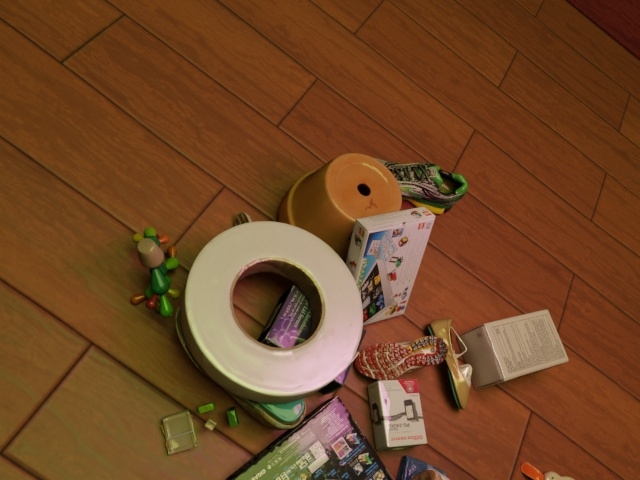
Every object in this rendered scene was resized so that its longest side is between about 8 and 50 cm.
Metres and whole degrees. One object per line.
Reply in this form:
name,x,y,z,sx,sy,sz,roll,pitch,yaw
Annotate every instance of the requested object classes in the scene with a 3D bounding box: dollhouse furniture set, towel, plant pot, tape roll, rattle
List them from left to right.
dollhouse furniture set,-0.248,0.381,1.215,0.151,0.058,0.076,-15,80,-9
tape roll,-0.096,0.143,1.238,0.392,0.072,0.392,11,59,-18
plant pot,0.065,-0.080,1.442,0.291,0.203,0.291,11,60,-20
towel,0.237,0.546,1.352,0.119,0.029,0.067,26,57,-11
rattle,0.601,0.618,1.423,0.130,0.143,0.200,-43,94,-15

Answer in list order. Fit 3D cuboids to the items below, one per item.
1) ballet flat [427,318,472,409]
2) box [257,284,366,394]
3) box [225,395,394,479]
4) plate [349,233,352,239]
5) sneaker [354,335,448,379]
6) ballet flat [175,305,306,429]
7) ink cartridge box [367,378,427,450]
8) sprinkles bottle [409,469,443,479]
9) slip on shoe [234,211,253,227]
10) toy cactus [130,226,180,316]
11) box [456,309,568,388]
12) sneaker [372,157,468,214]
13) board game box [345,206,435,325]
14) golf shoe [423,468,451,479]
ballet flat,0.341,0.304,1.478,0.073,0.080,0.232,-21,72,9
box,-0.024,0.229,1.338,0.207,0.108,0.153,31,57,-7
box,0.003,0.533,1.225,0.295,0.073,0.293,-32,84,-30
plate,0.000,0.000,1.509,0.188,0.024,0.188,11,62,-21
sneaker,0.192,0.290,1.426,0.225,0.093,0.088,-6,74,-9
ballet flat,-0.180,0.273,1.244,0.348,0.123,0.123,42,57,3
ink cartridge box,0.179,0.407,1.371,0.109,0.063,0.150,3,65,-23
sprinkles bottle,0.301,0.628,1.164,0.355,0.121,0.121,49,57,0
slip on shoe,-0.169,-0.006,1.427,0.041,0.051,0.135,20,39,-62
toy cactus,-0.358,0.050,1.240,0.112,0.180,0.219,-5,62,-5
box,0.502,0.284,1.539,0.232,0.127,0.149,-7,70,-27
sneaker,0.252,-0.177,1.636,0.343,0.146,0.134,8,63,-20
board game box,0.145,0.071,1.386,0.193,0.305,0.053,-11,41,-29
golf shoe,0.296,0.553,1.248,0.186,0.086,0.067,46,40,1
